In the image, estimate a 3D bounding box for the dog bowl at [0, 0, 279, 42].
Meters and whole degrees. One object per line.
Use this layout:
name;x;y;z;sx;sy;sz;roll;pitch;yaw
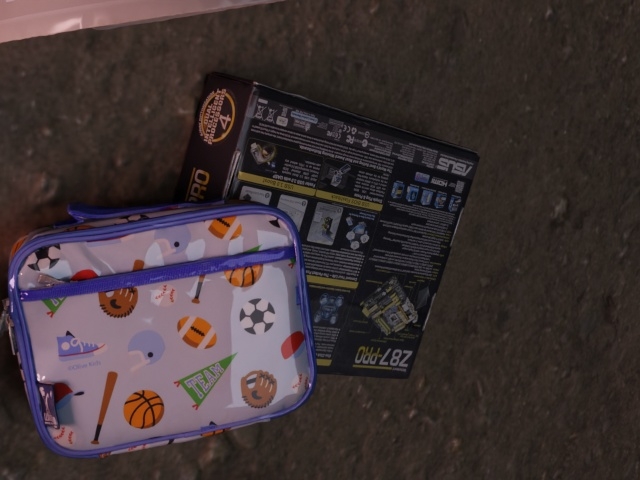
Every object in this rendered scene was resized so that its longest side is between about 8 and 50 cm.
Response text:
dog bowl;-0.125;-0.240;0.916;0.349;0.349;0.102;-18;106;-38

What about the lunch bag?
lunch bag;-0.162;0.076;1.069;0.303;0.115;0.243;-9;102;-14

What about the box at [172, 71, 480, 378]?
box;0.000;0.000;1.288;0.395;0.097;0.318;10;98;-44
